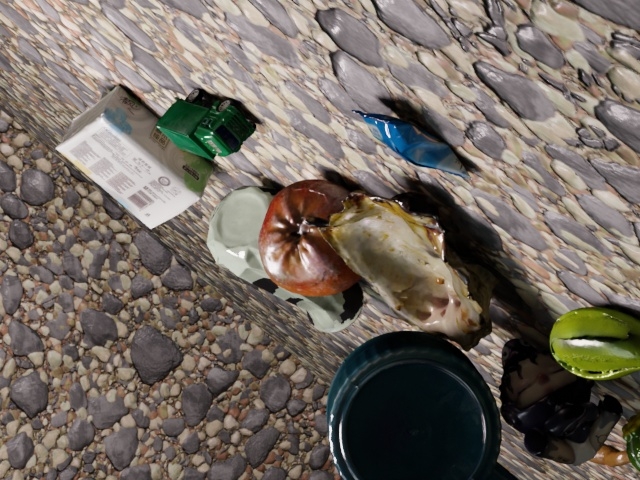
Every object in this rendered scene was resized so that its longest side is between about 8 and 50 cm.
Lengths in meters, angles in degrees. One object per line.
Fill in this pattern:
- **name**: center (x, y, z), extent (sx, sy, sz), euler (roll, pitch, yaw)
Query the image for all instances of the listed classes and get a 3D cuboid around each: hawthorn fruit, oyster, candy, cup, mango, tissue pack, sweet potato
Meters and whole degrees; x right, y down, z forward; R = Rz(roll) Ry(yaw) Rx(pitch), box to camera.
- **hawthorn fruit**: center (0.000, 0.000, 1.808), extent (0.173, 0.173, 0.173), euler (35, 169, 8)
- **oyster**: center (0.151, 0.040, 1.681), extent (0.221, 0.096, 0.361), euler (15, 156, 52)
- **candy**: center (0.102, -0.100, 1.383), extent (0.136, 0.038, 0.088), euler (32, 176, -26)
- **cup**: center (0.137, 0.278, 1.772), extent (0.292, 0.242, 0.307), euler (55, -166, -86)
- **mango**: center (0.335, 0.118, 1.479), extent (0.091, 0.074, 0.165), euler (49, 153, -25)
- **tissue pack**: center (-0.316, -0.161, 2.261), extent (0.229, 0.145, 0.159), euler (40, 136, -22)
- **sweet potato**: center (0.472, 0.357, 2.150), extent (0.044, 0.044, 0.179), euler (41, 170, -19)

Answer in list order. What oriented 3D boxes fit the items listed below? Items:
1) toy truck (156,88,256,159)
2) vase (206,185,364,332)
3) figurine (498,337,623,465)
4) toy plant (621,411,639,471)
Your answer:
- **toy truck**: center (-0.161, -0.166, 1.833), extent (0.147, 0.079, 0.065), euler (20, 160, 51)
- **vase**: center (-0.050, 0.038, 2.186), extent (0.165, 0.165, 0.360), euler (29, 171, 36)
- **figurine**: center (0.327, 0.226, 1.811), extent (0.145, 0.145, 0.222), euler (44, -172, -32)
- **toy plant**: center (0.478, 0.294, 1.723), extent (0.162, 0.093, 0.093), euler (40, 169, 1)
